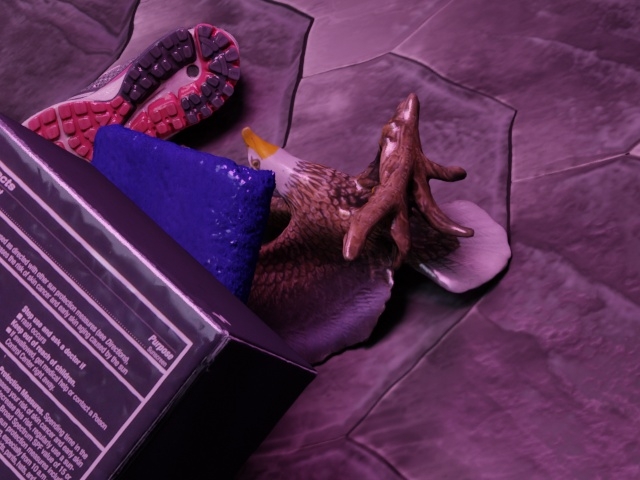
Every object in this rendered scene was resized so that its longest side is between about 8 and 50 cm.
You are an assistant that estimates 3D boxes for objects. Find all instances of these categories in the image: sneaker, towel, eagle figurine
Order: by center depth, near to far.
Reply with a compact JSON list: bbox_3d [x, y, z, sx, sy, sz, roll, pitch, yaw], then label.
[{"bbox_3d":[-0.143,0.067,1.534,0.227,0.076,0.308,20,98,44],"label":"towel"},{"bbox_3d":[-0.006,-0.009,1.582,0.226,0.225,0.298,-12,-17,-41],"label":"eagle figurine"},{"bbox_3d":[-0.207,-0.119,1.883,0.299,0.121,0.112,-31,9,5],"label":"sneaker"}]

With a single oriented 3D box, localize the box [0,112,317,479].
[{"bbox_3d":[-0.216,0.111,1.376,0.296,0.182,0.294,42,96,26],"label":"box"}]
